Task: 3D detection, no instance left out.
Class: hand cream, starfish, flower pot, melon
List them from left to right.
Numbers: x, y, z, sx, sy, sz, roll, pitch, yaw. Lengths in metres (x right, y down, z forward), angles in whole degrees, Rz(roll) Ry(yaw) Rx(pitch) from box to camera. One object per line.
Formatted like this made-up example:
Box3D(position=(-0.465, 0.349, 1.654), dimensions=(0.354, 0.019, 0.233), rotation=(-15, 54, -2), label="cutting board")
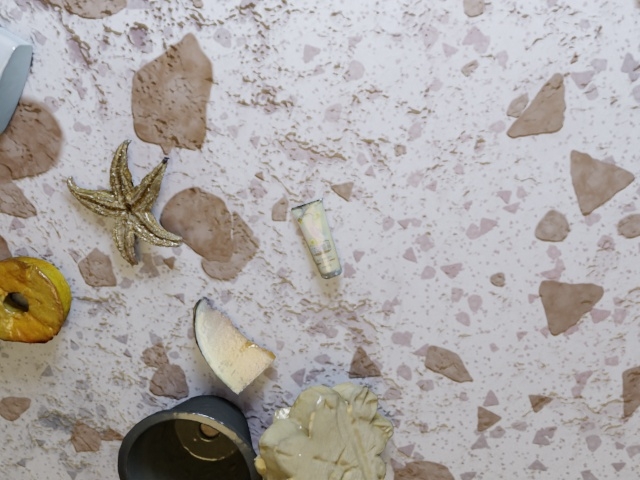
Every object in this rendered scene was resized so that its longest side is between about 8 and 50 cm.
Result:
Box3D(position=(-0.346, -0.066, 1.248), dimensions=(0.241, 0.043, 0.227), rotation=(22, 107, 3), label="starfish")
Box3D(position=(-0.231, 0.401, 1.320), dimensions=(0.269, 0.166, 0.269), rotation=(1, 108, 4), label="flower pot")
Box3D(position=(-0.183, 0.196, 1.308), dimensions=(0.182, 0.054, 0.098), rotation=(41, 102, -7), label="melon")
Box3D(position=(0.000, 0.000, 1.230), dimensions=(0.061, 0.039, 0.143), rotation=(-19, 100, 15), label="hand cream")

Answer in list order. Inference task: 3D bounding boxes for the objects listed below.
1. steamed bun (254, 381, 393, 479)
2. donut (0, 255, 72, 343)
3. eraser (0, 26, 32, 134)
Box3D(position=(-0.012, 0.388, 1.249), dimensions=(0.292, 0.137, 0.295), rotation=(18, 84, -42), label="steamed bun")
Box3D(position=(-0.558, 0.109, 1.316), dimensions=(0.190, 0.074, 0.174), rotation=(-16, 106, 16), label="donut")
Box3D(position=(-0.657, -0.319, 1.177), dimensions=(0.290, 0.104, 0.189), rotation=(29, 105, -3), label="eraser")
